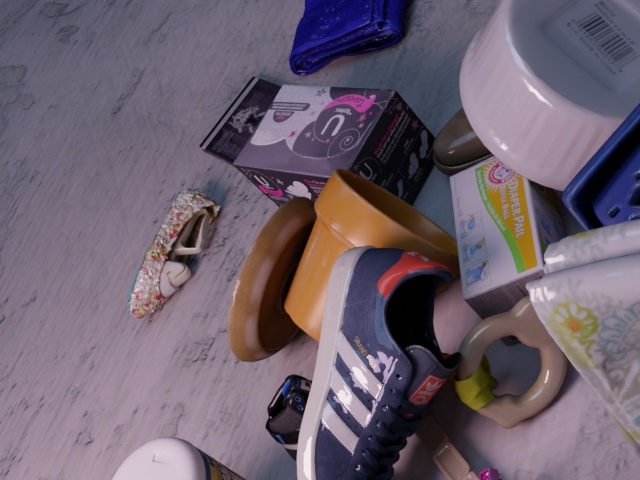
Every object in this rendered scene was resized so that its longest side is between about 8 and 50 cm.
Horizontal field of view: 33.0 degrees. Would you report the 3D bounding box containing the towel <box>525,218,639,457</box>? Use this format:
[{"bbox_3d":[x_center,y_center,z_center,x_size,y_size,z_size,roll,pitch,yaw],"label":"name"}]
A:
[{"bbox_3d":[0.405,0.091,0.920,0.374,0.320,0.090,-14,43,34],"label":"towel"}]

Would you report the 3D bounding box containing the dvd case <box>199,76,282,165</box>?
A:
[{"bbox_3d":[-0.104,-0.195,1.859,0.164,0.018,0.221,-53,40,-7],"label":"dvd case"}]

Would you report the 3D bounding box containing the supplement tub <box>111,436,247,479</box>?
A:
[{"bbox_3d":[-0.145,0.337,1.294,0.144,0.200,0.144,-24,45,26],"label":"supplement tub"}]

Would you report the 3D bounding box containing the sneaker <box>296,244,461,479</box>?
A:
[{"bbox_3d":[0.075,0.178,1.190,0.148,0.131,0.350,0,82,37],"label":"sneaker"}]

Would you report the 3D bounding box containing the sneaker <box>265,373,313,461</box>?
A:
[{"bbox_3d":[0.026,0.193,1.311,0.217,0.121,0.079,-37,28,18],"label":"sneaker"}]

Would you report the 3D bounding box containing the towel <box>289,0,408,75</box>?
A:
[{"bbox_3d":[0.056,-0.443,1.883,0.227,0.076,0.308,-13,49,33],"label":"towel"}]

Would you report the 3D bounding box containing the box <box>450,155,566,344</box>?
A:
[{"bbox_3d":[0.234,0.003,1.310,0.103,0.114,0.203,-24,43,25],"label":"box"}]

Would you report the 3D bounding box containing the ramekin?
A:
[{"bbox_3d":[0.315,-0.207,1.281,0.277,0.135,0.277,3,64,-6],"label":"ramekin"}]

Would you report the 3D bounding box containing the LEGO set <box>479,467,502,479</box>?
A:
[{"bbox_3d":[0.225,0.334,1.070,0.087,0.093,0.227,130,150,-50],"label":"LEGO set"}]

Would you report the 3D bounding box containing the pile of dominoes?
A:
[{"bbox_3d":[0.093,0.312,1.252,0.196,0.040,0.251,-44,31,3],"label":"pile of dominoes"}]

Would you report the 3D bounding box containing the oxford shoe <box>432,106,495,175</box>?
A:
[{"bbox_3d":[0.270,-0.237,1.470,0.348,0.130,0.123,-44,39,2],"label":"oxford shoe"}]

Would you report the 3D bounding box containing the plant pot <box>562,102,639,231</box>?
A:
[{"bbox_3d":[0.405,-0.032,1.103,0.236,0.236,0.212,-49,32,-4],"label":"plant pot"}]

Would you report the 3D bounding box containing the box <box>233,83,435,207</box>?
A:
[{"bbox_3d":[0.023,-0.128,1.590,0.247,0.142,0.163,13,67,46],"label":"box"}]

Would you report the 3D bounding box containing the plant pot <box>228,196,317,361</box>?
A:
[{"bbox_3d":[-0.047,0.058,1.444,0.032,0.236,0.236,21,71,21],"label":"plant pot"}]

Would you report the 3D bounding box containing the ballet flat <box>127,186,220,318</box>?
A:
[{"bbox_3d":[-0.234,0.020,1.746,0.077,0.091,0.241,13,68,22],"label":"ballet flat"}]

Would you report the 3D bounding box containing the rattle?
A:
[{"bbox_3d":[0.233,0.108,1.245,0.199,0.130,0.143,-57,-5,3],"label":"rattle"}]

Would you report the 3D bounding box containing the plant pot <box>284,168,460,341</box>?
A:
[{"bbox_3d":[0.054,0.040,1.392,0.188,0.205,0.205,-56,37,12],"label":"plant pot"}]
